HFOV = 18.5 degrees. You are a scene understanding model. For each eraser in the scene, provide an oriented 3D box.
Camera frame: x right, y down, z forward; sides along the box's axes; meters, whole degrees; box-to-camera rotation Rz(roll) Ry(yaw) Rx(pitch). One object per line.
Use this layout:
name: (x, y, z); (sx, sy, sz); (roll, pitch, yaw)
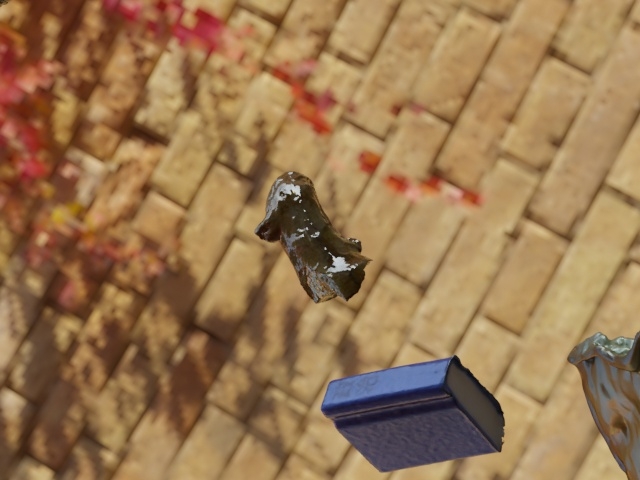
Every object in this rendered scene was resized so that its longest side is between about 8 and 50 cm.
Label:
eraser: (0.053, 0.096, 1.093); (0.063, 0.084, 0.027); (49, -137, -32)

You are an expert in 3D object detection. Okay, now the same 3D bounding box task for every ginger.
ginger: (-0.005, 0.002, 1.449); (0.057, 0.137, 0.044); (-40, -35, 9)

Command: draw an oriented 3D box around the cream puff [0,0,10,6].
cream puff: (-0.320, -0.277, 1.783); (0.115, 0.150, 0.165); (86, -170, -68)

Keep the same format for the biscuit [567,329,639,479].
biscuit: (0.306, 0.128, 1.500); (0.078, 0.335, 0.329); (-20, -58, -26)
